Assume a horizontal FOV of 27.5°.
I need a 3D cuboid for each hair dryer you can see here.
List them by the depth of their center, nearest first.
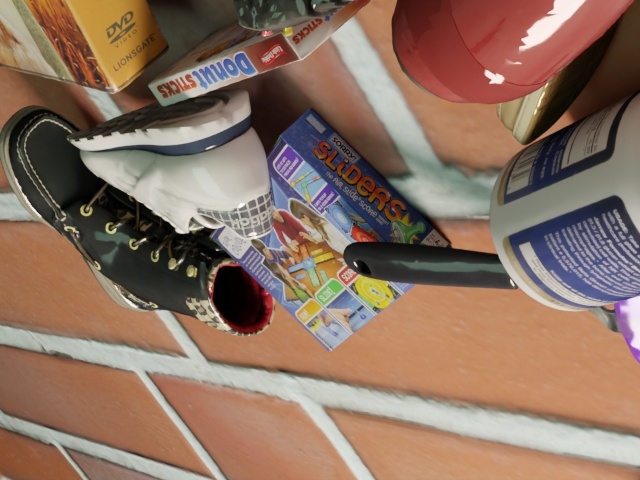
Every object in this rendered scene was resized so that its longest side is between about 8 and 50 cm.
[{"bbox_3d":[0.037,-0.156,0.519,0.294,0.080,0.223,15,136,37],"label":"hair dryer"}]

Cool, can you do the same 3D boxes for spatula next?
[{"bbox_3d":[0.133,0.029,0.779,0.296,0.030,0.084,10,139,40],"label":"spatula"}]

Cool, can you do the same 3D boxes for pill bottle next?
[{"bbox_3d":[0.162,-0.024,0.622,0.094,0.094,0.169,49,154,-8],"label":"pill bottle"}]

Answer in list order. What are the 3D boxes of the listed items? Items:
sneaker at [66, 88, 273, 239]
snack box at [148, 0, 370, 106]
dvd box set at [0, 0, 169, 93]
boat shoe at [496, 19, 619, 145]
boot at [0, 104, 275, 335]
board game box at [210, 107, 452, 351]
[{"bbox_3d":[-0.111,-0.051,0.947,0.235,0.090,0.094,12,129,61],"label":"sneaker"},{"bbox_3d":[-0.043,-0.121,0.808,0.022,0.064,0.178,55,152,-17],"label":"snack box"},{"bbox_3d":[-0.291,-0.296,0.837,0.308,0.062,0.420,18,144,40],"label":"dvd box set"},{"bbox_3d":[0.106,-0.119,0.610,0.059,0.063,0.170,36,143,22],"label":"boat shoe"},{"bbox_3d":[-0.149,-0.014,1.094,0.179,0.085,0.236,13,146,43],"label":"boot"},{"bbox_3d":[0.000,0.000,0.954,0.136,0.035,0.201,44,154,0],"label":"board game box"}]
